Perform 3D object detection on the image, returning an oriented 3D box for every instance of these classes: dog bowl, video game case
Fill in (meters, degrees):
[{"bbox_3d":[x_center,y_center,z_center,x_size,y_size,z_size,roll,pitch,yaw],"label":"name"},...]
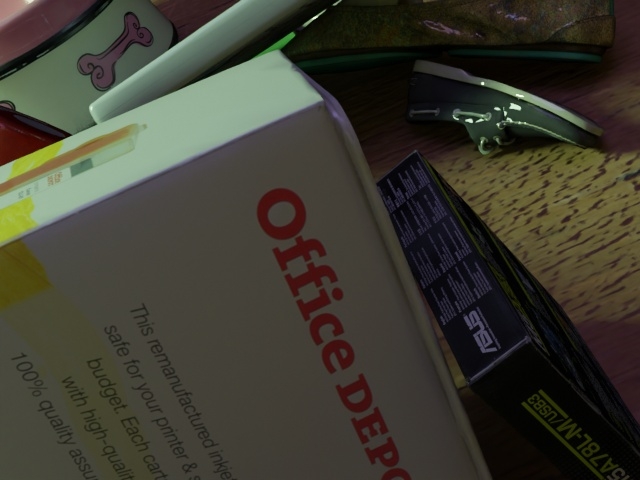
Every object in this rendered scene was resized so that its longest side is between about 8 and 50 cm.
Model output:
[{"bbox_3d":[-0.387,-0.226,1.234,0.408,0.150,0.408,-18,32,12],"label":"dog bowl"},{"bbox_3d":[-0.059,-0.210,0.998,0.329,0.036,0.300,-34,8,3],"label":"video game case"}]

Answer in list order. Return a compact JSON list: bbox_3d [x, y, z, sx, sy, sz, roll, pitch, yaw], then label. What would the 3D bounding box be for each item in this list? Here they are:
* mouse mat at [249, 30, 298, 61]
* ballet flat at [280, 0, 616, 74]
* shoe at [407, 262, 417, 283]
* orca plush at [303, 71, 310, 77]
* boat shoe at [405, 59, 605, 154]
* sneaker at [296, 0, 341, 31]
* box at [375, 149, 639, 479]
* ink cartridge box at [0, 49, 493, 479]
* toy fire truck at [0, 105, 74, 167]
[{"bbox_3d":[-0.108,-0.193,1.175,0.189,0.007,0.152,-32,36,0],"label":"mouse mat"},{"bbox_3d":[0.117,-0.227,1.011,0.348,0.123,0.123,2,43,28],"label":"ballet flat"},{"bbox_3d":[0.000,0.000,0.835,0.081,0.063,0.178,-27,40,-14],"label":"shoe"},{"bbox_3d":[-0.121,-0.053,0.981,0.287,0.102,0.151,-20,-10,-13],"label":"orca plush"},{"bbox_3d":[0.158,-0.108,0.913,0.206,0.075,0.065,27,101,40],"label":"boat shoe"},{"bbox_3d":[-0.032,-0.300,1.226,0.057,0.075,0.161,-42,40,-24],"label":"sneaker"},{"bbox_3d":[0.119,0.057,0.597,0.045,0.184,0.191,-41,34,14],"label":"box"},{"bbox_3d":[-0.130,0.099,0.586,0.384,0.279,0.160,-24,24,-2],"label":"ink cartridge box"},{"bbox_3d":[-0.222,-0.015,0.805,0.254,0.302,0.169,31,100,48],"label":"toy fire truck"}]
